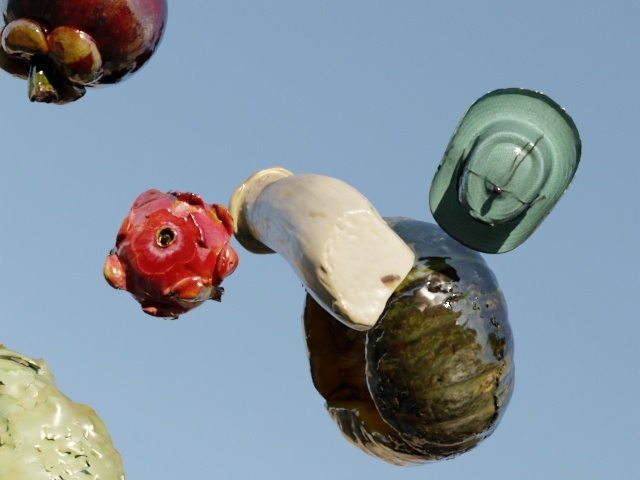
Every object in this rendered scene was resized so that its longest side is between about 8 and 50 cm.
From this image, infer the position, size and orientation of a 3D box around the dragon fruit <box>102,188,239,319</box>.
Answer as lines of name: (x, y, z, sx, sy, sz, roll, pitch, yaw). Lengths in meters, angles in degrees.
dragon fruit: (-0.129, 0.006, 1.285, 0.126, 0.112, 0.068, 36, 10, 34)

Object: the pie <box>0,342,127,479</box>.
pie: (-0.247, 0.226, 0.941, 0.418, 0.180, 0.395, 33, -59, 48)

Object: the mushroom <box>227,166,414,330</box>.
mushroom: (-0.001, -0.007, 1.412, 0.247, 0.096, 0.108, 34, -36, 56)

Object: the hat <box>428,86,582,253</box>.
hat: (0.195, -0.069, 1.692, 0.138, 0.078, 0.191, 28, -75, 2)

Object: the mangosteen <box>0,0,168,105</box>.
mangosteen: (-0.178, -0.155, 1.140, 0.140, 0.140, 0.140, 16, -41, 15)

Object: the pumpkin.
pumpkin: (0.102, 0.120, 1.874, 0.320, 0.192, 0.320, 42, -41, 51)
